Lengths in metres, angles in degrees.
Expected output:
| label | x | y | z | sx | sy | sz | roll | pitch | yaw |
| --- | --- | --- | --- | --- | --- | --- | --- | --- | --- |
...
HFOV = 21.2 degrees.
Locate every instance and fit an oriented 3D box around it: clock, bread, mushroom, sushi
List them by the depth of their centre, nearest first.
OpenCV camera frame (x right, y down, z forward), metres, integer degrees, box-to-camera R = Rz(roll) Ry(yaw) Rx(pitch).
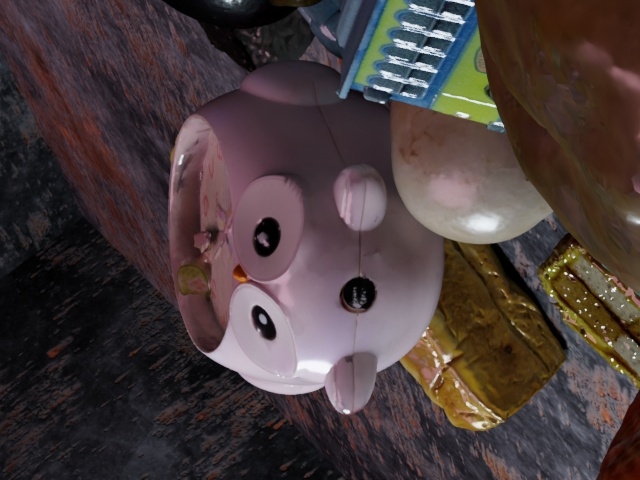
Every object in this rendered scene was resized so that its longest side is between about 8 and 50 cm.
| label | x | y | z | sx | sy | sz | roll | pitch | yaw |
| --- | --- | --- | --- | --- | --- | --- | --- | --- | --- |
| mushroom | 0.170 | -0.089 | 1.626 | 0.209 | 0.206 | 0.206 | 34 | 177 | -34 |
| bread | 0.324 | 0.066 | 1.674 | 0.222 | 0.096 | 0.181 | 46 | 164 | 12 |
| clock | 0.000 | 0.000 | 1.824 | 0.376 | 0.250 | 0.368 | -140 | 50 | -64 |
| sushi | -0.092 | -0.298 | 1.991 | 0.127 | 0.124 | 0.225 | 39 | 162 | 34 |
| bread | 0.155 | 0.085 | 2.072 | 0.294 | 0.167 | 0.132 | 53 | 165 | -5 |

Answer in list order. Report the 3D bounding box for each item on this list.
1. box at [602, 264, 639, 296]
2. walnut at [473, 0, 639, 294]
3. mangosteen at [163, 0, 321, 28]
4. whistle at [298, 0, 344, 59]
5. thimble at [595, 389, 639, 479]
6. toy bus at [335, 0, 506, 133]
| label | x | y | z | sx | sy | sz | roll | pitch | yaw |
| --- | --- | --- | --- | --- | --- | --- | --- | --- | --- |
| box | 0.372 | 0.019 | 1.206 | 0.311 | 0.205 | 0.118 | 42 | 161 | 31 |
| walnut | 0.261 | -0.126 | 0.965 | 0.383 | 0.383 | 0.383 | 47 | 164 | 17 |
| mangosteen | -0.075 | -0.324 | 1.704 | 0.243 | 0.243 | 0.243 | 47 | 164 | 17 |
| whistle | 0.049 | -0.223 | 1.830 | 0.274 | 0.093 | 0.186 | 49 | -169 | 0 |
| thimble | 0.406 | 0.202 | 1.343 | 0.350 | 0.230 | 0.350 | 26 | 149 | 17 |
| toy bus | 0.124 | -0.209 | 1.371 | 0.190 | 0.152 | 0.312 | 12 | 165 | -4 |
